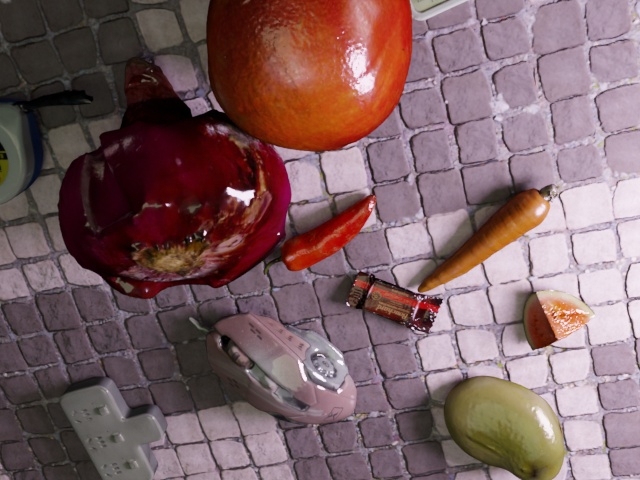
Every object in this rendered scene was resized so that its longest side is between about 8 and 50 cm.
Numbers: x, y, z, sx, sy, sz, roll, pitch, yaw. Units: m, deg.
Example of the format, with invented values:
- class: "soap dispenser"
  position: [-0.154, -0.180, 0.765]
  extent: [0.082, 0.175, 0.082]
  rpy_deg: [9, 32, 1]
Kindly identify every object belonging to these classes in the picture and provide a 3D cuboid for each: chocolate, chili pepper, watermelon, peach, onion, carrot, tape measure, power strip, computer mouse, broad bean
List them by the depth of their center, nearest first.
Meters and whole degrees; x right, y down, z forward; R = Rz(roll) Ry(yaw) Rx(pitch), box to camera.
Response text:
- class: "peach"
  position: [-0.017, -0.316, 1.406]
  extent: [0.290, 0.373, 0.372]
  rpy_deg: [11, 120, 40]
- class: "onion"
  position: [-0.272, -0.123, 1.547]
  extent: [0.398, 0.398, 0.420]
  rpy_deg: [-31, 64, 19]
- class: "carrot"
  position: [0.307, 0.005, 1.629]
  extent: [0.069, 0.069, 0.336]
  rpy_deg: [42, 116, -11]
- class: "tape measure"
  position: [-0.566, -0.178, 1.646]
  extent: [0.351, 0.098, 0.215]
  rpy_deg: [1, 112, 11]
- class: "watermelon"
  position: [0.440, 0.167, 1.667]
  extent: [0.125, 0.094, 0.135]
  rpy_deg: [18, 120, -9]
- class: "chili pepper"
  position: [0.000, 0.000, 1.673]
  extent: [0.272, 0.063, 0.071]
  rpy_deg: [-30, 119, 16]
- class: "chocolate"
  position: [0.144, 0.120, 1.723]
  extent: [0.183, 0.028, 0.086]
  rpy_deg: [18, 108, -2]
- class: "broad bean"
  position: [0.372, 0.375, 1.756]
  extent: [0.263, 0.121, 0.189]
  rpy_deg: [30, 111, -4]
- class: "computer mouse"
  position: [-0.098, 0.258, 1.774]
  extent: [0.389, 0.115, 0.199]
  rpy_deg: [31, 111, -7]
- class: "power strip"
  position: [-0.431, 0.415, 1.919]
  extent: [0.194, 0.059, 0.265]
  rpy_deg: [-17, 110, 15]

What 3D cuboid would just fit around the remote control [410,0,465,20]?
- class: "remote control"
  position: [0.139, -0.527, 1.410]
  extent: [0.128, 0.065, 0.335]
  rpy_deg: [-22, 109, 15]
